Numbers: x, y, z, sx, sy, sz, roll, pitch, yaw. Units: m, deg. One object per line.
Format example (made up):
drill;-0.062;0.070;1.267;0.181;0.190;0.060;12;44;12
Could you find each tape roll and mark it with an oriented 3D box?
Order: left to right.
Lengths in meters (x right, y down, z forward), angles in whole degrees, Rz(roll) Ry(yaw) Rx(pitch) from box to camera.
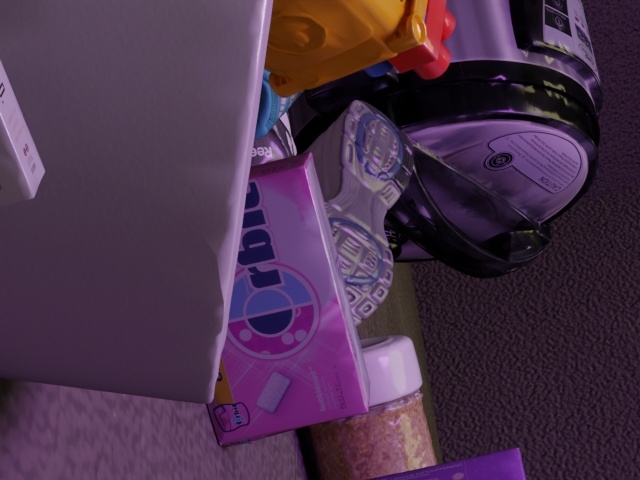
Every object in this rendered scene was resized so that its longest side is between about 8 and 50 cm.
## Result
tape roll;-0.071;-0.081;0.583;0.286;0.100;0.286;-173;-90;-87

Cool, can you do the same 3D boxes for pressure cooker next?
pressure cooker;0.128;-0.159;1.690;0.375;0.370;0.420;114;-28;-59

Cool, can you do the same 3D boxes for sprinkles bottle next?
sprinkles bottle;0.067;0.272;1.372;0.121;0.121;0.355;-31;108;-83

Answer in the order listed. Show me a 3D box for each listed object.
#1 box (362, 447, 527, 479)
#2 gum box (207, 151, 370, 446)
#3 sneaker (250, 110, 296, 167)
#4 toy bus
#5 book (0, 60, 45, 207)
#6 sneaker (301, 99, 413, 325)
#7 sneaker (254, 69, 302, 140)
box;0.087;0.312;1.128;0.057;0.201;0.293;-88;164;-65
gum box;-0.037;0.044;1.015;0.062;0.107;0.188;-72;149;-77
sneaker;-0.062;-0.100;1.213;0.106;0.078;0.234;-96;172;-62
toy bus;0.008;-0.199;0.910;0.211;0.149;0.220;35;49;-39
book;-0.143;-0.065;0.386;0.035;0.096;0.144;-91;167;-62
sneaker;0.000;0.000;1.369;0.111;0.129;0.297;42;41;-17
sneaker;-0.083;-0.176;1.061;0.275;0.107;0.110;50;60;-47
